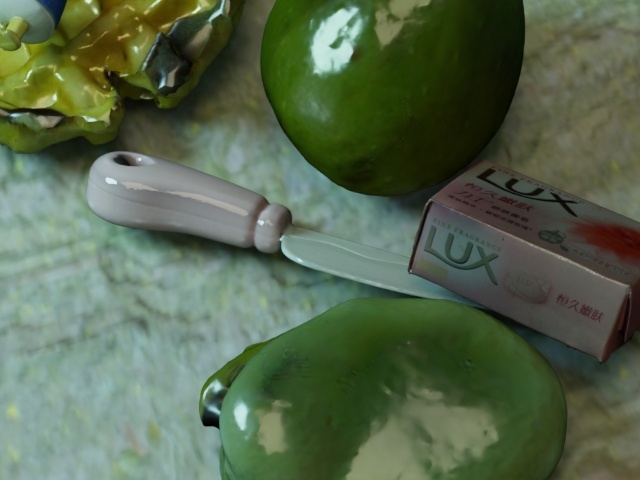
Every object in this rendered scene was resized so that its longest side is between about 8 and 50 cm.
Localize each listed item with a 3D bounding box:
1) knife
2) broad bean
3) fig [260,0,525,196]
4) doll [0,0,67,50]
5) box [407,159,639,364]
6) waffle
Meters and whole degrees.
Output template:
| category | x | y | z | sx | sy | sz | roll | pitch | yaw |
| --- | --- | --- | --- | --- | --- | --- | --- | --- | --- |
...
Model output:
| category | x | y | z | sx | sy | sz | roll | pitch | yaw |
| --- | --- | --- | --- | --- | --- | --- | --- | --- | --- |
| knife | -0.001 | 0.001 | 1.226 | 0.335 | 0.043 | 0.081 | 15 | 19 | 13 |
| broad bean | 0.038 | 0.111 | 1.146 | 0.228 | 0.100 | 0.169 | 11 | 62 | 1 |
| fig | 0.056 | -0.134 | 1.250 | 0.181 | 0.191 | 0.181 | 18 | 32 | -12 |
| doll | -0.194 | -0.187 | 1.275 | 0.098 | 0.058 | 0.143 | 1 | 54 | 39 |
| box | 0.145 | 0.009 | 1.188 | 0.156 | 0.060 | 0.111 | 25 | 26 | 17 |
| waffle | -0.219 | -0.236 | 1.380 | 0.379 | 0.095 | 0.382 | 14 | 63 | 14 |
